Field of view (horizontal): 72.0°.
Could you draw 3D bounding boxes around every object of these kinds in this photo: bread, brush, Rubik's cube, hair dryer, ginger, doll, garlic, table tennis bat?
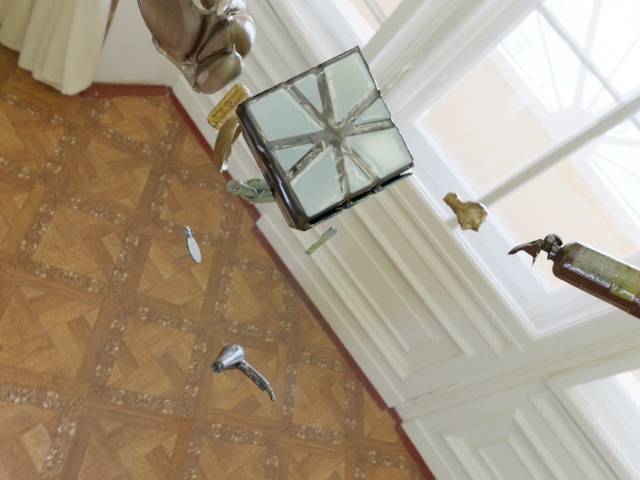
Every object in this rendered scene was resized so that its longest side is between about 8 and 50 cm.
[{"bbox_3d":[-0.361,-0.528,1.760,0.083,0.211,0.114,47,8,14],"label":"bread"},{"bbox_3d":[0.000,0.001,1.824,0.033,0.178,0.030,22,38,-40],"label":"brush"},{"bbox_3d":[0.001,-0.204,0.988,0.289,0.283,0.293,-30,94,-6],"label":"Rubik's cube"},{"bbox_3d":[-0.255,0.475,1.558,0.272,0.091,0.235,35,2,6],"label":"hair dryer"},{"bbox_3d":[0.436,-0.096,1.309,0.096,0.067,0.165,-18,50,-1],"label":"ginger"},{"bbox_3d":[-0.158,-0.135,1.209,0.214,0.104,0.071,0,104,-46],"label":"doll"},{"bbox_3d":[-0.245,-0.422,0.875,0.210,0.292,0.237,-5,79,-29],"label":"garlic"},{"bbox_3d":[-0.507,0.017,1.735,0.100,0.019,0.154,-57,129,-84],"label":"table tennis bat"}]

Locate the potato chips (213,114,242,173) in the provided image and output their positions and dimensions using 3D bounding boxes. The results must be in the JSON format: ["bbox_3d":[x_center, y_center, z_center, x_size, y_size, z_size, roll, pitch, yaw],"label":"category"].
[{"bbox_3d":[-0.302,-0.312,1.402,0.062,0.208,0.195,23,66,-11],"label":"potato chips"}]

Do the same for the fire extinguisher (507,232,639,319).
[{"bbox_3d":[0.447,0.062,0.752,0.252,0.106,0.075,31,39,27],"label":"fire extinguisher"}]
